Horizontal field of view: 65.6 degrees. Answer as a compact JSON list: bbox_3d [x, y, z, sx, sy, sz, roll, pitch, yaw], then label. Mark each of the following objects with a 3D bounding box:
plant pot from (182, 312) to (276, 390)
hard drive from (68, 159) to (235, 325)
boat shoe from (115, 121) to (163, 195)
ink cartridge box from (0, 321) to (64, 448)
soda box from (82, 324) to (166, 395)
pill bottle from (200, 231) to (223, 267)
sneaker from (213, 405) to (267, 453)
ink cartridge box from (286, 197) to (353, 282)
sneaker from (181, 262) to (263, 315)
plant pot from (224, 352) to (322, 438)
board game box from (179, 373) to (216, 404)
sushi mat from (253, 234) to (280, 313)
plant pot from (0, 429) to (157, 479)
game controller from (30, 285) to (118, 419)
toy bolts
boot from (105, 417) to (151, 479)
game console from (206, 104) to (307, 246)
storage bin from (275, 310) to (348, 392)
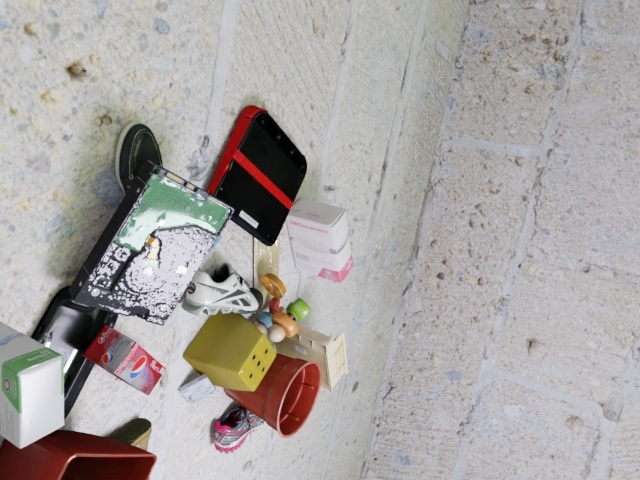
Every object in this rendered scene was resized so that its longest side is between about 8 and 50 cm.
[{"bbox_3d":[-0.268,0.358,1.587,0.212,0.187,0.212,-58,149,-28],"label":"plant pot"},{"bbox_3d":[-0.377,0.015,1.138,0.236,0.064,0.339,29,94,-47],"label":"hard drive"},{"bbox_3d":[-0.399,-0.102,1.175,0.127,0.113,0.340,-21,122,-57],"label":"boat shoe"},{"bbox_3d":[-0.584,0.260,0.929,0.093,0.212,0.155,-21,122,-60],"label":"ink cartridge box"},{"bbox_3d":[-0.470,0.298,1.215,0.084,0.092,0.263,-59,167,-25],"label":"soda box"},{"bbox_3d":[-0.328,-0.009,1.385,0.160,0.087,0.087,-60,149,-24],"label":"pill bottle"},{"bbox_3d":[-0.265,0.642,1.819,0.299,0.120,0.112,-34,131,-50],"label":"sneaker"},{"bbox_3d":[0.000,0.000,1.860,0.117,0.207,0.283,-51,145,-38],"label":"ink cartridge box"},{"bbox_3d":[-0.272,0.144,1.531,0.330,0.122,0.146,8,100,-62],"label":"sneaker"},{"bbox_3d":[-0.177,0.508,1.750,0.272,0.264,0.273,-36,134,-49],"label":"plant pot"},{"bbox_3d":[-0.385,0.468,1.564,0.090,0.020,0.090,-27,137,-11],"label":"board game box"},{"bbox_3d":[-0.190,0.099,1.770,0.151,0.019,0.317,-30,130,-51],"label":"sushi mat"},{"bbox_3d":[-0.574,0.544,1.074,0.268,0.235,0.267,-67,152,-14],"label":"plant pot"},{"bbox_3d":[-0.581,0.262,1.113,0.166,0.067,0.319,37,70,-46],"label":"game controller"},{"bbox_3d":[-0.177,0.251,1.710,0.158,0.218,0.228,-43,180,-29],"label":"toy bolts"},{"bbox_3d":[-0.546,0.652,1.344,0.236,0.089,0.270,-19,122,-57],"label":"boot"},{"bbox_3d":[-0.187,-0.196,1.576,0.342,0.060,0.386,-66,150,-11],"label":"game console"},{"bbox_3d":[-0.041,0.429,1.962,0.123,0.262,0.261,-44,140,-40],"label":"storage bin"}]
